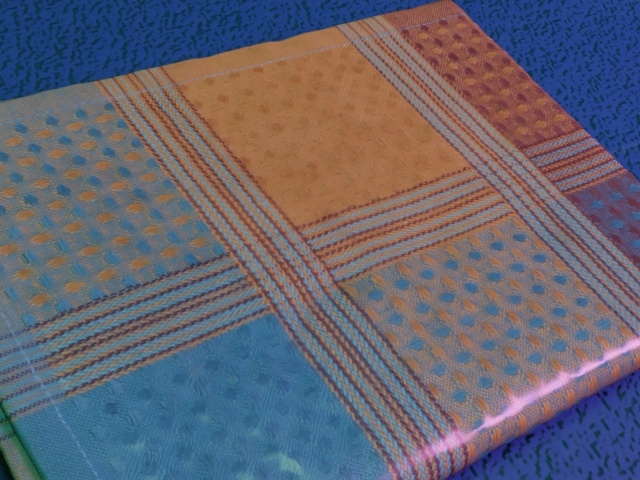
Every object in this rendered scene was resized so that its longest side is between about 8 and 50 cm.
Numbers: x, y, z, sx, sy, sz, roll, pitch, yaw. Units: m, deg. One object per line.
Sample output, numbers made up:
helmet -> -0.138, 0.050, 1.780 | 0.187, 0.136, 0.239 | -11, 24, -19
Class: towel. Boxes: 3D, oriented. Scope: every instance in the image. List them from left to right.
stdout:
towel -> 0.000, 0.000, 0.497 | 0.370, 0.040, 0.271 | -20, 58, -30
